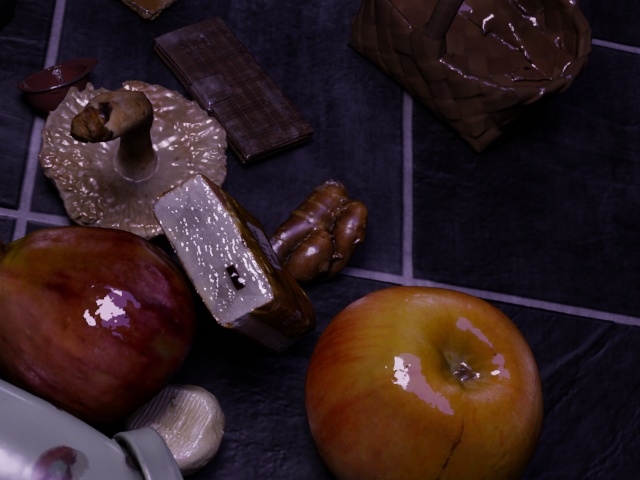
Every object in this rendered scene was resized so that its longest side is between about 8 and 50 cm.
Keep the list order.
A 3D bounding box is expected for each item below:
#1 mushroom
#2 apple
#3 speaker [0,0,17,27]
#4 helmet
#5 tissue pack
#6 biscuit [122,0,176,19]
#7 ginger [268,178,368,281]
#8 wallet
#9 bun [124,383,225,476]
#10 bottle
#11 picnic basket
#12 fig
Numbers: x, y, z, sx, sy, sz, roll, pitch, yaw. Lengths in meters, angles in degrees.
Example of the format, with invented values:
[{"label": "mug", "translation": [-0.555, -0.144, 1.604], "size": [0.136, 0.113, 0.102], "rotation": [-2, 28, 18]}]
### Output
[{"label": "mushroom", "translation": [-0.203, -0.107, 1.795], "size": [0.233, 0.302, 0.208], "rotation": [-35, 106, -20]}, {"label": "apple", "translation": [0.120, 0.186, 1.718], "size": [0.286, 0.233, 0.286], "rotation": [9, 55, -14]}, {"label": "speaker", "translation": [-0.532, -0.344, 1.900], "size": [0.232, 0.184, 0.254], "rotation": [31, 50, 4]}, {"label": "helmet", "translation": [-0.332, -0.190, 1.934], "size": [0.089, 0.057, 0.111], "rotation": [10, 33, 44]}, {"label": "tissue pack", "translation": [-0.099, 0.033, 1.754], "size": [0.092, 0.226, 0.183], "rotation": [-32, 73, 7]}, {"label": "biscuit", "translation": [-0.292, -0.406, 2.115], "size": [0.231, 0.025, 0.131], "rotation": [37, 53, 9]}, {"label": "ginger", "translation": [0.000, 0.000, 1.908], "size": [0.103, 0.073, 0.162], "rotation": [34, 65, 27]}, {"label": "wallet", "translation": [-0.120, -0.206, 2.025], "size": [0.124, 0.042, 0.230], "rotation": [-25, 68, -33]}, {"label": "bun", "translation": [-0.165, 0.217, 1.707], "size": [0.115, 0.069, 0.115], "rotation": [-2, 63, 5]}, {"label": "bottle", "translation": [-0.239, 0.293, 1.545], "size": [0.352, 0.229, 0.229], "rotation": [25, 53, -1]}, {"label": "picnic basket", "translation": [0.233, -0.343, 2.064], "size": [0.337, 0.337, 0.293], "rotation": [41, 55, 12]}, {"label": "fig", "translation": [-0.263, 0.086, 1.680], "size": [0.263, 0.224, 0.224], "rotation": [16, 51, 17]}]
